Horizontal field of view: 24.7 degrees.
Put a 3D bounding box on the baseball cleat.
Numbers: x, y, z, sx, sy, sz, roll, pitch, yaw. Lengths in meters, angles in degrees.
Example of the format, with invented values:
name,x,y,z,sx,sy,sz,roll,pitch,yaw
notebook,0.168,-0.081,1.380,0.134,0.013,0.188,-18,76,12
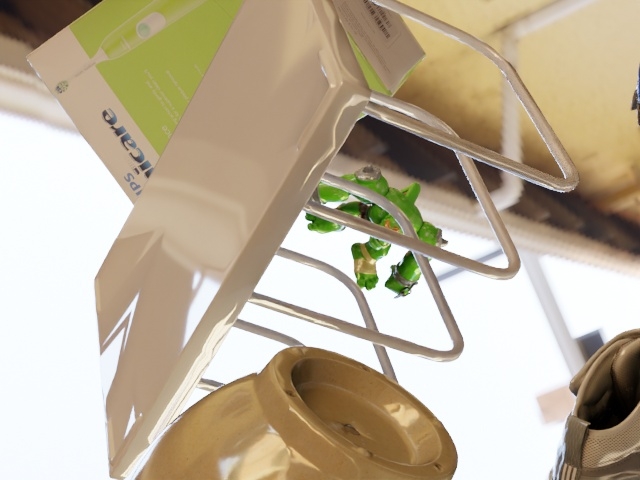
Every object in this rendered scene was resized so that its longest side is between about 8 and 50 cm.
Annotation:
name,x,y,z,sx,sy,sz,roll,pitch,yaw
baseball cleat,0.193,0.092,0.776,0.206,0.072,0.109,-19,-57,-49

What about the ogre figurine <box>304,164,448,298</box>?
name,x,y,z,sx,sy,sz,roll,pitch,yaw
ogre figurine,0.064,-0.020,1.735,0.197,0.118,0.097,56,-141,-2

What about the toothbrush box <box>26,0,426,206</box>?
name,x,y,z,sx,sy,sz,roll,pitch,yaw
toothbrush box,-0.085,-0.164,1.303,0.206,0.283,0.122,54,-150,-11

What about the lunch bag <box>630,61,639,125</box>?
name,x,y,z,sx,sy,sz,roll,pitch,yaw
lunch bag,0.491,-0.130,1.617,0.115,0.303,0.243,-24,-66,-43

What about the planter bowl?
name,x,y,z,sx,sy,sz,roll,pitch,yaw
planter bowl,-0.004,0.118,0.664,0.162,0.109,0.162,27,-161,-10

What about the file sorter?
name,x,y,z,sx,sy,sz,roll,pitch,yaw
file sorter,0.000,0.000,0.877,0.173,0.277,0.193,19,-152,-24
